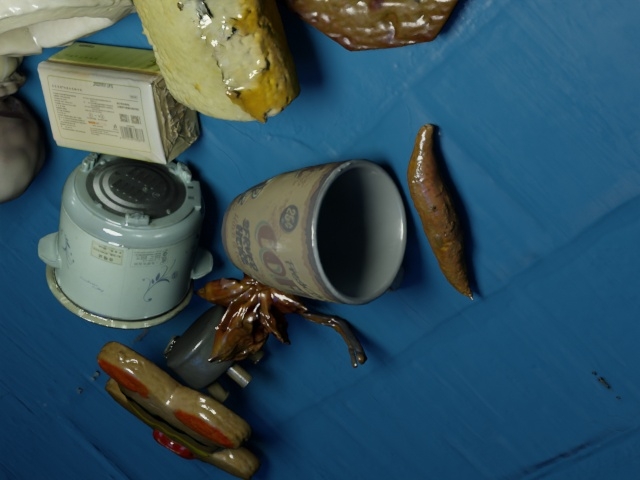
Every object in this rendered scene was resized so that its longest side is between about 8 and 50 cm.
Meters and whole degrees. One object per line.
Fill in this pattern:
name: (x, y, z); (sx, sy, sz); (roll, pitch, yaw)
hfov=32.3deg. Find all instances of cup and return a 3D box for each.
cup: (0.000, 0.000, 1.804); (0.257, 0.227, 0.301); (3, 155, 44)

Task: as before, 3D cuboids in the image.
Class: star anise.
star anise: (-0.075, 0.136, 1.949); (0.346, 0.237, 0.148); (21, 172, 10)

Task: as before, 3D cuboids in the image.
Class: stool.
stool: (-0.204, 0.215, 2.107); (0.139, 0.153, 0.228); (44, 168, -13)

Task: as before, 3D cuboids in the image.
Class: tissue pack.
tissue pack: (-0.333, -0.231, 1.845); (0.234, 0.125, 0.159); (10, 127, 25)

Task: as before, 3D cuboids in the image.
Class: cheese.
cheese: (-0.460, -0.373, 1.682); (0.332, 0.292, 0.153); (-12, 94, 34)

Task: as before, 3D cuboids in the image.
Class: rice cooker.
rice cooker: (-0.338, 0.006, 1.939); (0.317, 0.264, 0.316); (-7, 132, -8)

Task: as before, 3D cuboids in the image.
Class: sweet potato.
sweet potato: (0.187, -0.032, 1.730); (0.066, 0.072, 0.314); (-11, 115, 20)

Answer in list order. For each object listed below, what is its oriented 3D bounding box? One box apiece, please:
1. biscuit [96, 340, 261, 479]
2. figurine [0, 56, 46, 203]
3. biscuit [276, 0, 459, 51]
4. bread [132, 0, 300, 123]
biscuit: (-0.281, 0.358, 2.191); (0.368, 0.076, 0.394); (31, 158, 5)
figurine: (-0.580, -0.220, 1.951); (0.203, 0.248, 0.380); (14, 121, -8)
biscuit: (0.054, -0.426, 1.526); (0.359, 0.046, 0.359); (16, 130, 19)
bread: (-0.168, -0.360, 1.597); (0.237, 0.165, 0.375); (24, 138, 46)
